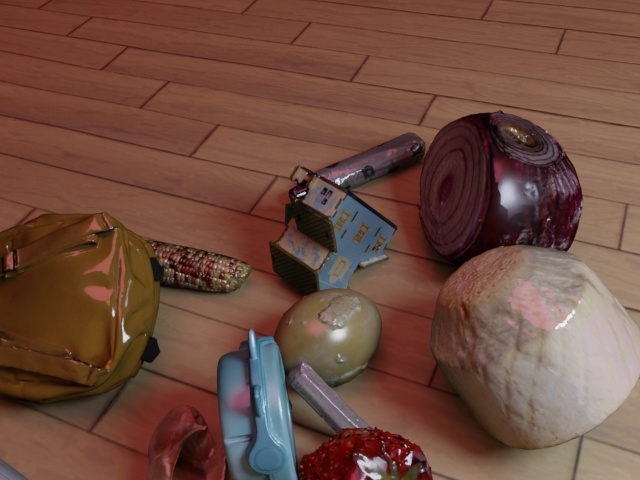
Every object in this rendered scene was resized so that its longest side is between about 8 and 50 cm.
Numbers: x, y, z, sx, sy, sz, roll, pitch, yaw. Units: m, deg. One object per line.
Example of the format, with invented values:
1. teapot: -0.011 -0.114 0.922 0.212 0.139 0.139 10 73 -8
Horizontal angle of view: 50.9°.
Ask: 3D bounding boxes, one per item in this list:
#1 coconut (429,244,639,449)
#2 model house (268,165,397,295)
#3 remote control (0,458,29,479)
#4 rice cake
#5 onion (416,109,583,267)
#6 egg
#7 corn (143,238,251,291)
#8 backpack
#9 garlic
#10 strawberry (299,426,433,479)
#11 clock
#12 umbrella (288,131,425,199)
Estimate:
1. coconut: 0.326 0.168 1.018 0.329 0.328 0.328 -4 45 4
2. model house: 0.000 0.000 1.290 0.178 0.271 0.206 30 91 30
3. remote control: -0.472 0.412 1.021 0.293 0.051 0.103 22 51 26
4. rice cake: 0.030 0.270 1.039 0.207 0.047 0.036 42 20 6
5. onion: 0.352 -0.089 1.269 0.260 0.281 0.336 6 32 -15
6. egg: 0.015 0.163 1.136 0.202 0.164 0.164 -28 48 -30
7. corn: -0.261 0.055 1.335 0.254 0.086 0.086 10 47 13
8. backpack: -0.468 0.110 1.192 0.378 0.201 0.353 2 70 9
9. garlic: -0.215 0.339 1.033 0.124 0.099 0.174 -9 43 19
10. strawberry: 0.054 0.349 0.943 0.202 0.184 0.186 11 62 52
11. clock: -0.091 0.254 0.973 0.094 0.274 0.223 -10 43 -2
12. umbrella: 0.084 -0.158 1.516 0.337 0.067 0.073 -24 35 -14
